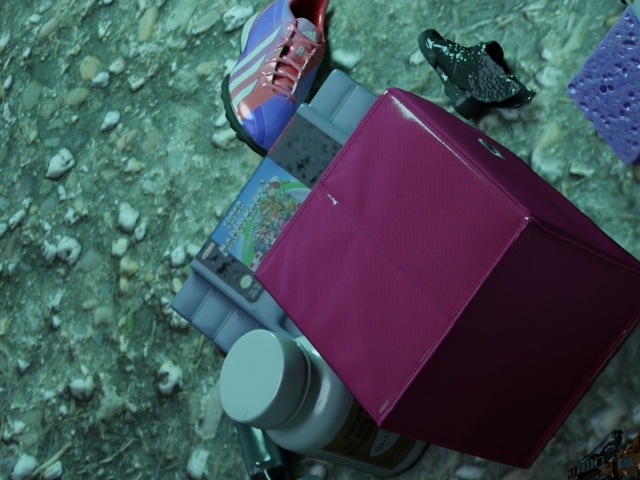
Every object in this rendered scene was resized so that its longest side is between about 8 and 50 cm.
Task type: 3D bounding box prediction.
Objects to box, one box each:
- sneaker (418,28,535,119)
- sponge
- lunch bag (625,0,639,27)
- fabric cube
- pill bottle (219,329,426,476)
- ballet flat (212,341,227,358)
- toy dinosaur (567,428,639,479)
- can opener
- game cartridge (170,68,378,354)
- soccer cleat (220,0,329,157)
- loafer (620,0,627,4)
[{"bbox_3d":[0.183,-0.210,1.789,0.089,0.051,0.170,-42,51,26],"label":"sneaker"},{"bbox_3d":[0.348,-0.189,1.545,0.117,0.031,0.210,55,132,25],"label":"sponge"},{"bbox_3d":[0.414,-0.251,1.303,0.328,0.238,0.385,65,147,19],"label":"lunch bag"},{"bbox_3d":[0.141,0.040,1.549,0.259,0.254,0.258,-55,45,12],"label":"fabric cube"},{"bbox_3d":[0.006,0.175,1.658,0.131,0.229,0.131,-22,57,40],"label":"pill bottle"},{"bbox_3d":[-0.036,-0.009,1.895,0.123,0.123,0.349,33,98,49],"label":"ballet flat"},{"bbox_3d":[0.269,0.301,1.419,0.218,0.164,0.322,-111,37,-56],"label":"toy dinosaur"},{"bbox_3d":[-0.048,0.269,1.811,0.093,0.074,0.280,-22,51,-3],"label":"can opener"},{"bbox_3d":[0.000,0.000,1.781,0.230,0.068,0.355,37,97,13],"label":"game cartridge"},{"bbox_3d":[-0.049,-0.225,1.948,0.116,0.108,0.318,-37,26,28],"label":"soccer cleat"},{"bbox_3d":[0.373,-0.256,1.603,0.050,0.056,0.148,-60,31,8],"label":"loafer"}]
